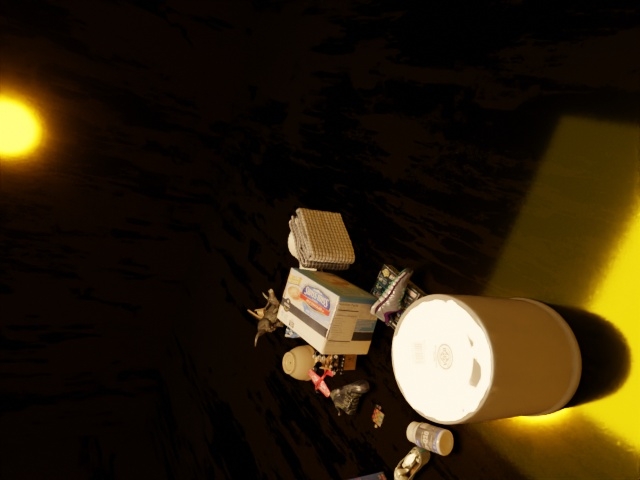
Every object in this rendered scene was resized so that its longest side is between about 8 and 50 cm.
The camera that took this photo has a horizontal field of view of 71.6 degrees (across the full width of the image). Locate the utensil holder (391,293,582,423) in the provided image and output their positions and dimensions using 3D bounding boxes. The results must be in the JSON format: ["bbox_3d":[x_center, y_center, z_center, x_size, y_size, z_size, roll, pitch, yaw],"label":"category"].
[{"bbox_3d":[0.430,0.303,1.161,0.328,0.386,0.327,-17,68,50],"label":"utensil holder"}]

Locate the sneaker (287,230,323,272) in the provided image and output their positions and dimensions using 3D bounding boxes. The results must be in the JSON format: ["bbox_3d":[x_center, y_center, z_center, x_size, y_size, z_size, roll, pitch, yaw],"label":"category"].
[{"bbox_3d":[-0.052,0.069,2.055,0.129,0.111,0.297,-5,116,39],"label":"sneaker"}]

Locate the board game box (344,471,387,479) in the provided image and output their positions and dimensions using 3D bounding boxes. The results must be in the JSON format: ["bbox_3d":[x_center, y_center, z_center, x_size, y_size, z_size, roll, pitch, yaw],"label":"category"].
[{"bbox_3d":[0.186,0.965,1.457,0.078,0.233,0.347,-58,41,26],"label":"board game box"}]

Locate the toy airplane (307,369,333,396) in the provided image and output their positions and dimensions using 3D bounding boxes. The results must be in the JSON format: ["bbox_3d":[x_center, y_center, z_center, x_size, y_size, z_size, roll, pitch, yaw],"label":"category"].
[{"bbox_3d":[0.006,0.609,1.959,0.151,0.028,0.151,0,90,44],"label":"toy airplane"}]

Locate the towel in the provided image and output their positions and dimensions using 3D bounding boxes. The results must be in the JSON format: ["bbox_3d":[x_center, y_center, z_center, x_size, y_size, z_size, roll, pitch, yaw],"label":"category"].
[{"bbox_3d":[0.000,0.000,1.950,0.121,0.235,0.283,-55,41,40],"label":"towel"}]

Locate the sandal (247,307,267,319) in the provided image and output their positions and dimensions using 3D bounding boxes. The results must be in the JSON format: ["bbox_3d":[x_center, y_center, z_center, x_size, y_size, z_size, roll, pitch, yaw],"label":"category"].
[{"bbox_3d":[-0.298,0.405,2.408,0.240,0.088,0.079,22,68,47],"label":"sandal"}]

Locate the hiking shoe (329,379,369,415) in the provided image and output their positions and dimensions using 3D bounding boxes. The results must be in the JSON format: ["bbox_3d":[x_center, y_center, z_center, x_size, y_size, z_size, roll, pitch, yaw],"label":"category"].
[{"bbox_3d":[0.131,0.627,1.761,0.227,0.086,0.114,-41,64,48],"label":"hiking shoe"}]

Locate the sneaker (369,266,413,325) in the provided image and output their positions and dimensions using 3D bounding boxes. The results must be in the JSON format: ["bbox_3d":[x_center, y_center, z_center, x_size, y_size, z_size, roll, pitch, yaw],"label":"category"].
[{"bbox_3d":[0.278,0.200,1.592,0.098,0.083,0.223,40,107,11],"label":"sneaker"}]

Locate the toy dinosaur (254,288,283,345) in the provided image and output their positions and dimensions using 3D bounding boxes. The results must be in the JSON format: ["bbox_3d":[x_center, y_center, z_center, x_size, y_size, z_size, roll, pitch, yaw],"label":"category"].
[{"bbox_3d":[-0.254,0.406,2.263,0.160,0.121,0.313,-16,48,51],"label":"toy dinosaur"}]

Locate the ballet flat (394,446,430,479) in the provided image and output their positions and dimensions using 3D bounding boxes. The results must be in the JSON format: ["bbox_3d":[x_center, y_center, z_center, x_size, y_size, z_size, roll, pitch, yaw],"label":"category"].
[{"bbox_3d":[0.291,0.768,1.503,0.213,0.068,0.072,-61,40,24],"label":"ballet flat"}]

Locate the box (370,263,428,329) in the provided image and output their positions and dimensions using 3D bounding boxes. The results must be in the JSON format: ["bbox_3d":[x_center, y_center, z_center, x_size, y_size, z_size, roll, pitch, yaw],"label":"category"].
[{"bbox_3d":[0.281,0.218,1.665,0.220,0.051,0.175,42,115,50],"label":"box"}]

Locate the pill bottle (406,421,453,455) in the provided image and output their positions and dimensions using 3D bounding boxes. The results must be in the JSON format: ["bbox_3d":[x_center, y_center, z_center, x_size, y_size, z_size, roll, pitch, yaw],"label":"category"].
[{"bbox_3d":[0.353,0.639,1.441,0.137,0.078,0.078,-9,75,53],"label":"pill bottle"}]

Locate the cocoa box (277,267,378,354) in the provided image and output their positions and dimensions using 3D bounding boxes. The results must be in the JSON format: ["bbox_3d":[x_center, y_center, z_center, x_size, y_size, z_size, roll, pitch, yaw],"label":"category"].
[{"bbox_3d":[0.029,0.271,1.755,0.347,0.232,0.227,25,102,53],"label":"cocoa box"}]

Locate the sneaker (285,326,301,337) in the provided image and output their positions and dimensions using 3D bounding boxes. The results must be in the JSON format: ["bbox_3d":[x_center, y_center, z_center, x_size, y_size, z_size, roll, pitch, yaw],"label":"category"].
[{"bbox_3d":[-0.126,0.446,2.162,0.144,0.053,0.059,-5,76,52],"label":"sneaker"}]

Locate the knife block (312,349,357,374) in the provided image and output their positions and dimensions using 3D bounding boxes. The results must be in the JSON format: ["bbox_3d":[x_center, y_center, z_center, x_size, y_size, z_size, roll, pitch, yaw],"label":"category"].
[{"bbox_3d":[0.017,0.467,1.801,0.276,0.242,0.088,5,85,54],"label":"knife block"}]

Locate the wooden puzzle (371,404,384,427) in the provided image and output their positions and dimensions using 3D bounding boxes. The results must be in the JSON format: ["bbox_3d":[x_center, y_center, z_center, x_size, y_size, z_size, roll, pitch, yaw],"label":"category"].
[{"bbox_3d":[0.218,0.667,1.679,0.049,0.006,0.083,25,102,53],"label":"wooden puzzle"}]

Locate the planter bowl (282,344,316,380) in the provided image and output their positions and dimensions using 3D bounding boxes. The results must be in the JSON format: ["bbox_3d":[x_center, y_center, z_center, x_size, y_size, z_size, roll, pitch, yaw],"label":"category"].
[{"bbox_3d":[-0.107,0.568,2.058,0.162,0.109,0.162,-17,68,51],"label":"planter bowl"}]
